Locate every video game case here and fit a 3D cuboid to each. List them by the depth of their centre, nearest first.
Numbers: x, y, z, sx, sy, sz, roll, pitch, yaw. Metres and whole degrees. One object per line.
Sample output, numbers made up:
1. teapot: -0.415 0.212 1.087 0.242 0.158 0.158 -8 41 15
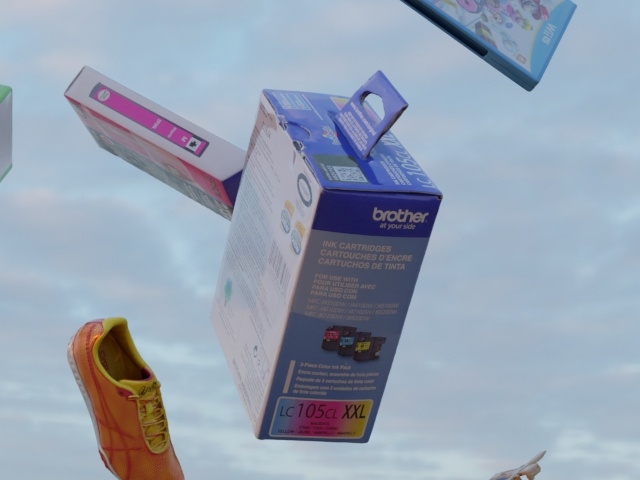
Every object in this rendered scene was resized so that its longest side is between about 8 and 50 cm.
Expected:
1. video game case: 0.113 -0.196 0.934 0.166 0.119 0.015 35 -43 -3

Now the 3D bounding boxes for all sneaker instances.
1. sneaker: -0.162 0.150 1.053 0.067 0.175 0.064 -20 9 43

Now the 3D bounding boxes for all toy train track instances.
1. toy train track: 0.147 0.178 0.911 0.048 0.014 0.083 -35 -5 -19

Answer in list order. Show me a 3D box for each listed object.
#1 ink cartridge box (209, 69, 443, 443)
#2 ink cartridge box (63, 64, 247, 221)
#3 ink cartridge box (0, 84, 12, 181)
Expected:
1. ink cartridge box: 0.000 0.000 1.416 0.151 0.270 0.395 2 -61 -20
2. ink cartridge box: -0.189 -0.116 1.765 0.371 0.069 0.176 27 -16 18
3. ink cartridge box: -0.506 -0.109 1.353 0.273 0.198 0.114 11 -58 4
